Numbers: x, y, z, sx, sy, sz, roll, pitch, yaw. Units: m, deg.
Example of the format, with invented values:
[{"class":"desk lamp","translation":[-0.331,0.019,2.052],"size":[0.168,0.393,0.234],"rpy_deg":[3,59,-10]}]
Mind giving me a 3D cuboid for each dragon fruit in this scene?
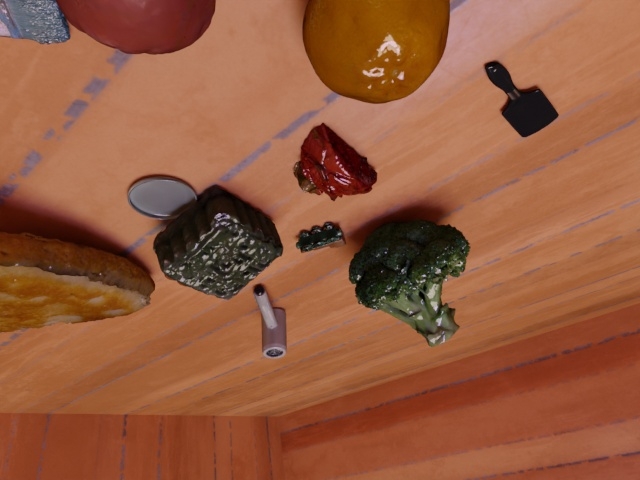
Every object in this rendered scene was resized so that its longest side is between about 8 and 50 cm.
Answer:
[{"class":"dragon fruit","translation":[0.019,-0.100,0.666],"size":[0.106,0.083,0.162],"rpy_deg":[-26,148,28]}]

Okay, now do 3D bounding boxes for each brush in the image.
[{"class":"brush","translation":[0.302,-0.216,0.619],"size":[0.194,0.016,0.063],"rpy_deg":[20,137,-41]},{"class":"brush","translation":[-0.356,-0.231,0.390],"size":[0.197,0.021,0.070],"rpy_deg":[1,148,-14]}]

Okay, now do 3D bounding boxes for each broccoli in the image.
[{"class":"broccoli","translation":[0.193,0.085,0.845],"size":[0.270,0.270,0.270],"rpy_deg":[-27,173,-4]}]

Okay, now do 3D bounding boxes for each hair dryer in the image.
[{"class":"hair dryer","translation":[-0.137,0.206,1.094],"size":[0.073,0.131,0.236],"rpy_deg":[-7,135,-1]}]

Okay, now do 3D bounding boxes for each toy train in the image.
[{"class":"toy train","translation":[0.000,0.000,0.859],"size":[0.103,0.044,0.064],"rpy_deg":[-17,159,10]}]

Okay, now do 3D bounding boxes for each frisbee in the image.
[{"class":"frisbee","translation":[-0.265,-0.071,0.683],"size":[0.110,0.014,0.110],"rpy_deg":[-9,148,-5]}]

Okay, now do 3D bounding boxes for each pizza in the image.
[{"class":"pizza","translation":[-0.575,0.087,0.741],"size":[0.407,0.130,0.440],"rpy_deg":[-18,159,13]}]

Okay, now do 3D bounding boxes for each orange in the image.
[{"class":"orange","translation":[0.060,-0.218,0.427],"size":[0.159,0.136,0.159],"rpy_deg":[-8,152,-4]}]

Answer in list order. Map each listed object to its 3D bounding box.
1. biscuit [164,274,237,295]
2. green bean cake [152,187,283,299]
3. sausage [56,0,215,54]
[{"class":"biscuit","translation":[-0.232,0.052,0.864],"size":[0.183,0.043,0.280],"rpy_deg":[-17,150,3]},{"class":"green bean cake","translation":[-0.179,0.018,0.734],"size":[0.181,0.094,0.173],"rpy_deg":[-38,140,13]},{"class":"sausage","translation":[-0.136,-0.255,0.301],"size":[0.148,0.148,0.254],"rpy_deg":[5,145,-24]}]
